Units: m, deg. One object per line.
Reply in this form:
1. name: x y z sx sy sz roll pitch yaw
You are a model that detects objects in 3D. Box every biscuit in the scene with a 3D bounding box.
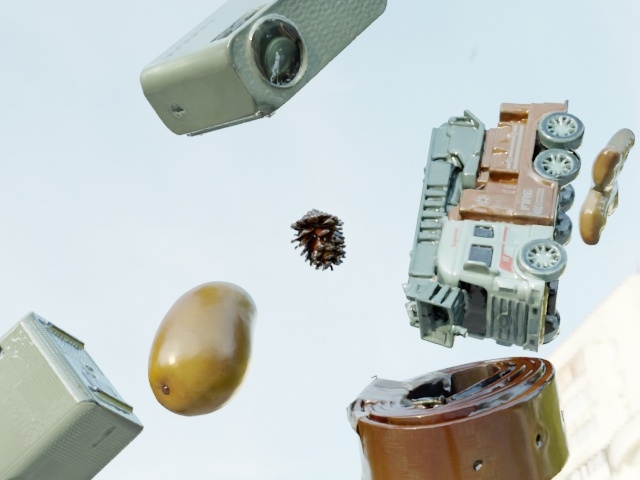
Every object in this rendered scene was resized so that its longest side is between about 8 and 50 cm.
1. biscuit: 0.467 -0.093 1.927 0.047 0.208 0.164 14 -70 18

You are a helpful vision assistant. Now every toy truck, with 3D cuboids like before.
1. toy truck: 0.196 -0.012 1.350 0.184 0.338 0.133 7 -40 13

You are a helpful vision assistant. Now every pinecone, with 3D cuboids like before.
1. pinecone: 0.004 -0.002 2.037 0.102 0.109 0.102 -37 -5 -4

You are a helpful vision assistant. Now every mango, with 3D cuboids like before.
1. mango: -0.110 0.099 1.170 0.085 0.184 0.102 -32 -72 35

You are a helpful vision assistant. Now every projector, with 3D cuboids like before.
1. projector: -0.065 -0.235 1.401 0.198 0.250 0.108 -8 -59 51
2. projector: -0.368 0.237 1.454 0.242 0.177 0.163 -41 -31 -2

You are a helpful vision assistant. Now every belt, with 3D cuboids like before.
1. belt: 0.133 0.177 1.109 0.184 0.105 0.261 -6 7 35
